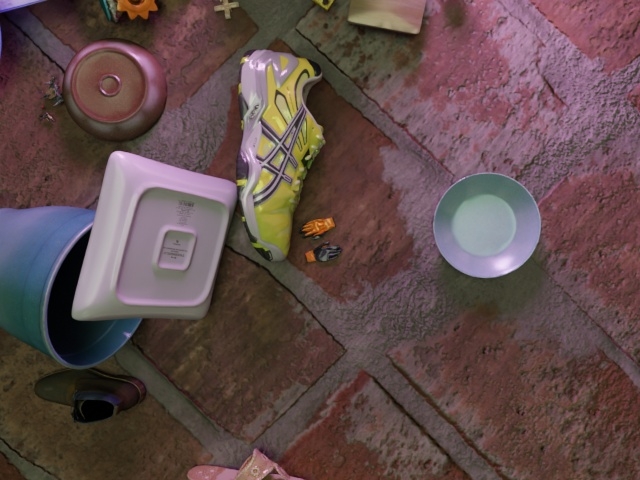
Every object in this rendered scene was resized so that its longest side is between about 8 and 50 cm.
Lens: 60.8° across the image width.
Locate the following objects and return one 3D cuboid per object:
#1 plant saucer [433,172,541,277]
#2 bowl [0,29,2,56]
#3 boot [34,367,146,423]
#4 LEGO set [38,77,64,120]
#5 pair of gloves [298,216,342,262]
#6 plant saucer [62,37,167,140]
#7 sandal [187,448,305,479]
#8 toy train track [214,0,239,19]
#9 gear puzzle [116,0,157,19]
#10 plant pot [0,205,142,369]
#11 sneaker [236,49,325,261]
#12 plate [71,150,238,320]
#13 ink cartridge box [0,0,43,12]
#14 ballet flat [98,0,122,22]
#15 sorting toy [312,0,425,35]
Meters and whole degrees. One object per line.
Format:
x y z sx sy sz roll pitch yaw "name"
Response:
0.305 -0.028 1.015 0.195 0.037 0.194 0 93 3 "plant saucer"
-0.766 -0.376 0.927 0.391 0.391 0.077 -34 47 4 "bowl"
-0.458 0.293 1.038 0.220 0.106 0.082 1 92 3 "boot"
-0.523 -0.275 1.063 0.054 0.023 0.083 37 107 3 "LEGO set"
0.000 0.000 1.047 0.074 0.010 0.083 -14 92 4 "pair of gloves"
-0.395 -0.290 1.035 0.199 0.036 0.198 0 91 -4 "plant saucer"
-0.138 0.436 1.036 0.240 0.088 0.079 2 99 8 "sandal"
-0.183 -0.463 1.036 0.048 0.014 0.083 -10 91 4 "toy train track"
-0.299 -0.566 1.005 0.176 0.044 0.338 14 92 -27 "gear puzzle"
-0.477 0.055 0.963 0.256 0.272 0.271 15 93 17 "plant pot"
-0.066 -0.151 0.979 0.147 0.145 0.383 0 94 4 "sneaker"
-0.261 0.011 0.943 0.045 0.277 0.277 17 94 38 "plate"
-0.540 -0.533 1.000 0.207 0.045 0.208 1 99 25 "ink cartridge box"
-0.412 -0.530 1.016 0.077 0.091 0.240 -27 95 -18 "ballet flat"
0.118 -0.451 1.003 0.275 0.046 0.132 11 93 2 "sorting toy"
